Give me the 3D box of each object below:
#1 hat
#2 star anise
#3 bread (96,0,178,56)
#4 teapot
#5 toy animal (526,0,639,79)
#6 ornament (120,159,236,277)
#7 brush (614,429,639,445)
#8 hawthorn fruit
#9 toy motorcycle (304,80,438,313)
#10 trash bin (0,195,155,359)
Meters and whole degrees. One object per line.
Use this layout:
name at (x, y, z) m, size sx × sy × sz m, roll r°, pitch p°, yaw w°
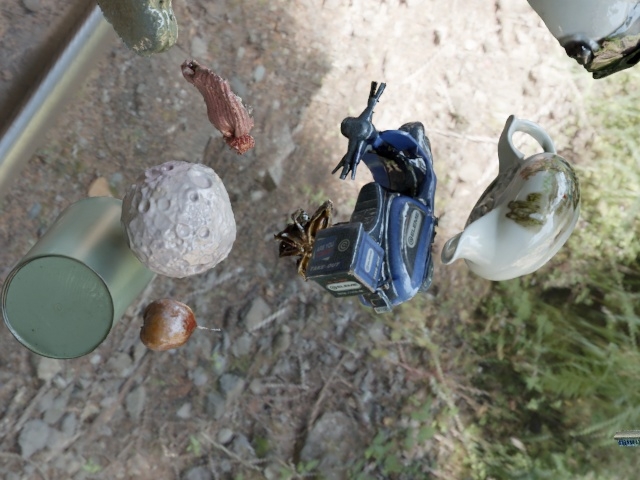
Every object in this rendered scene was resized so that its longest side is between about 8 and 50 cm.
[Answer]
hat at (-0.250, -0.350, 2.109) m, size 0.107 × 0.236 × 0.286 m, roll -36°, pitch 127°, yaw -12°
star anise at (0.005, -0.003, 1.833) m, size 0.214 × 0.220 × 0.099 m, roll 42°, pitch 37°, yaw -36°
bread at (-0.410, -0.566, 1.694) m, size 0.183 × 0.337 × 0.102 m, roll -36°, pitch 179°, yaw 44°
teapot at (0.280, -0.049, 1.149) m, size 0.298 × 0.139 × 0.204 m, roll -59°, pitch -174°, yaw -35°
toy animal at (0.292, -0.280, 0.723) m, size 0.235 × 0.187 × 0.165 m, roll -40°, pitch 168°, yaw 31°
ornament at (-0.316, -0.046, 1.734) m, size 0.225 × 0.259 × 0.260 m, roll -19°, pitch 126°, yaw -20°
brush at (0.693, 0.406, 1.637) m, size 0.033 × 0.178 × 0.030 m, roll -18°, pitch 92°, yaw -49°
hawthorn fruit at (-0.178, 0.111, 1.018) m, size 0.103 × 0.067 × 0.067 m, roll 7°, pitch 110°, yaw -11°
toy motorcycle at (0.096, -0.064, 1.208) m, size 0.212 × 0.125 × 0.359 m, roll 42°, pitch 50°, yaw -40°
trash bin at (-0.547, 0.072, 1.863) m, size 0.432 × 0.280 × 0.281 m, roll -87°, pitch -172°, yaw -71°
